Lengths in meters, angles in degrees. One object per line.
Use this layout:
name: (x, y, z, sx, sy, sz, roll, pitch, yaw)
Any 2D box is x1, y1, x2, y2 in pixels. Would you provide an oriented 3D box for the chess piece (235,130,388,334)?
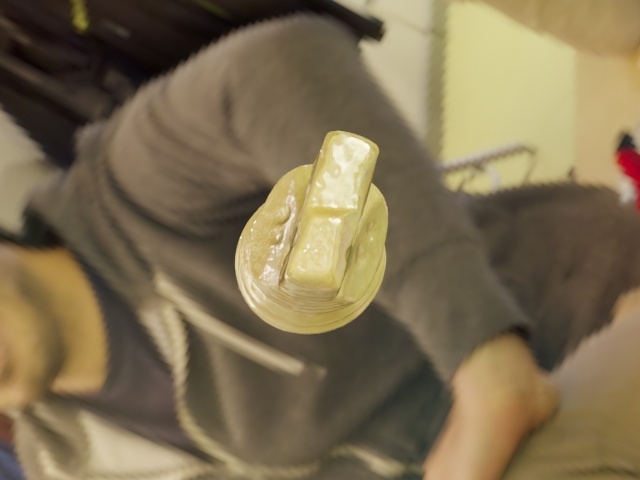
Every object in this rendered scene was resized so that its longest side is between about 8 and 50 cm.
chess piece: (0.000, 0.000, 1.040, 0.200, 0.090, 0.090, 116, 180, -81)
